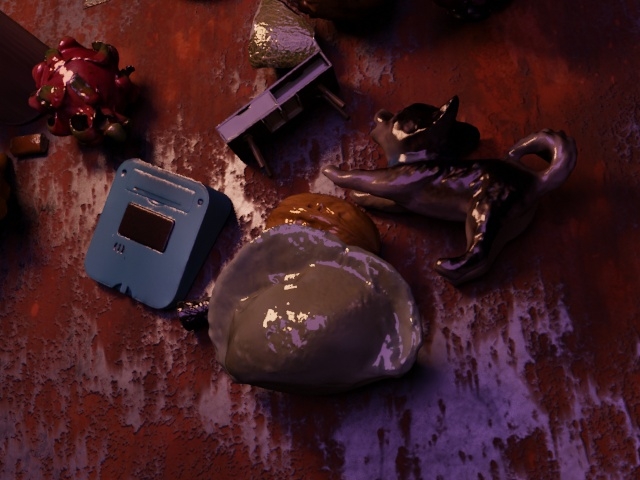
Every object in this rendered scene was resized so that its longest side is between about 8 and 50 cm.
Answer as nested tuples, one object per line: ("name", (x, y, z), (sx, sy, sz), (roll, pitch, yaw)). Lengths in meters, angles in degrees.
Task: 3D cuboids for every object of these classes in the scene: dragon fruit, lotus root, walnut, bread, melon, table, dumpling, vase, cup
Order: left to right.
("cup", (-0.737, -0.418, 1.784), (0.208, 0.273, 0.288), (-37, 61, 8))
("bread", (-0.632, -0.208, 1.785), (0.083, 0.036, 0.047), (-6, 68, 20))
("dragon fruit", (-0.479, -0.284, 1.687), (0.198, 0.218, 0.273), (-44, 51, 51))
("vase", (-0.167, 0.110, 1.456), (0.167, 0.059, 0.059), (-19, 62, 11))
("melon", (-0.080, -0.381, 1.634), (0.139, 0.093, 0.202), (-39, 68, -3))
("table", (-0.058, -0.224, 1.540), (0.240, 0.121, 0.111), (-37, 77, 1))
("dumpling", (-0.017, 0.138, 1.262), (0.320, 0.270, 0.212), (-4, 35, -5))
("walnut", (0.000, 0.000, 1.387), (0.206, 0.159, 0.159), (21, 75, 18))
("lotus root", (0.031, -0.507, 1.560), (0.272, 0.192, 0.272), (-5, 25, 2))

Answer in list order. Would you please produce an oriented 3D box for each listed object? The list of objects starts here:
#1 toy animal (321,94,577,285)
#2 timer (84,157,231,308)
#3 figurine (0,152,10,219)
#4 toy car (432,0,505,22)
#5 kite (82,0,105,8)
("toy animal", (0.218, -0.119, 1.350), (0.303, 0.194, 0.344), (-47, 63, 1))
("timer", (-0.313, -0.010, 1.572), (0.231, 0.091, 0.250), (21, 87, 26))
("figurine", (-0.832, -0.108, 1.649), (0.387, 0.268, 0.401), (-22, 77, -8))
("toy car", (0.232, -0.560, 1.477), (0.240, 0.271, 0.340), (21, 40, 28))
("kite", (-0.440, -0.657, 1.934), (0.267, 0.013, 0.323), (31, 79, 28))
